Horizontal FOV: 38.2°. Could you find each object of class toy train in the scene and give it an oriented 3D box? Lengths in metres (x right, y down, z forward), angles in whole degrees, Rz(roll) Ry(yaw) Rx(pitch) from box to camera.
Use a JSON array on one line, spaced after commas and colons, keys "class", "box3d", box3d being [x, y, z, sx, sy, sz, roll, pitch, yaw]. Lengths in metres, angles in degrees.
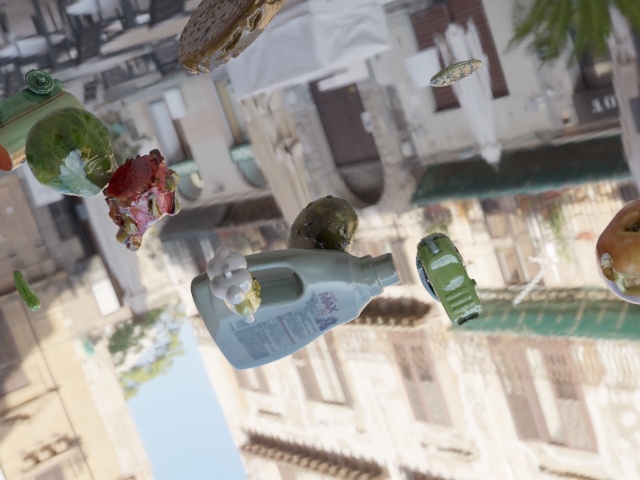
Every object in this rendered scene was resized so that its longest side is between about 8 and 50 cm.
[{"class": "toy train", "box3d": [-0.649, -0.263, 2.051, 0.285, 0.177, 0.116, -44, 176, -45]}]

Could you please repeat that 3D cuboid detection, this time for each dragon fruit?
[{"class": "dragon fruit", "box3d": [-0.348, -0.073, 1.776, 0.150, 0.207, 0.133, 8, -156, -22]}]

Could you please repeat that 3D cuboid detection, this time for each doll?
[{"class": "doll", "box3d": [-0.127, 0.066, 1.388, 0.062, 0.106, 0.162, -24, 163, -1]}]

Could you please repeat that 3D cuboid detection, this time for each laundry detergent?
[{"class": "laundry detergent", "box3d": [-0.038, 0.107, 1.884, 0.398, 0.264, 0.124, -20, -144, 9]}]

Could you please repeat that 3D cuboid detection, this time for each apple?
[{"class": "apple", "box3d": [0.563, 0.017, 1.578, 0.199, 0.199, 0.199, -18, -170, 3]}]

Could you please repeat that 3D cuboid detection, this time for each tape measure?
[{"class": "tape measure", "box3d": [0.269, 0.070, 2.022, 0.106, 0.200, 0.175, -28, -169, 5]}]

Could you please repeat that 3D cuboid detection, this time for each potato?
[{"class": "potato", "box3d": [0.000, 0.000, 1.999, 0.113, 0.149, 0.251, -29, 166, -40]}]

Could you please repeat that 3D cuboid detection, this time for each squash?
[{"class": "squash", "box3d": [-0.557, 0.094, 1.742, 0.027, 0.089, 0.027, -35, 167, -10]}]

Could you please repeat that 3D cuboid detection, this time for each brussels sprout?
[{"class": "brussels sprout", "box3d": [-0.484, -0.166, 1.793, 0.144, 0.180, 0.161, -20, -162, 40]}]

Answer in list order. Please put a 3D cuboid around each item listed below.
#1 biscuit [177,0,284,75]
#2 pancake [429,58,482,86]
[{"class": "biscuit", "box3d": [-0.144, -0.404, 1.618, 0.296, 0.075, 0.296, -38, -151, 27]}, {"class": "pancake", "box3d": [0.259, -0.321, 1.774, 0.108, 0.017, 0.108, -21, 169, -4]}]
